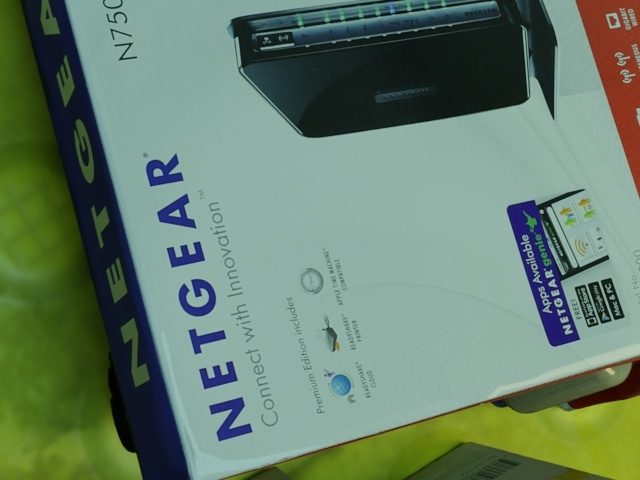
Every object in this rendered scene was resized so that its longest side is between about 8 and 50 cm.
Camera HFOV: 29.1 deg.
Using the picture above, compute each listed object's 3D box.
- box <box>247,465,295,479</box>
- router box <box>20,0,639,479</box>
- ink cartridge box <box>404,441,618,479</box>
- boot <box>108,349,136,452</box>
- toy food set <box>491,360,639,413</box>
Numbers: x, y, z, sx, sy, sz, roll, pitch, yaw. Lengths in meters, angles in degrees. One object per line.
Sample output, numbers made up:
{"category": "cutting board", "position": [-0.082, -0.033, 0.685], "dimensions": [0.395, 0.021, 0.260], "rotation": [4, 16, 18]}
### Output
{"category": "box", "position": [-0.064, 0.192, 0.608], "dimensions": [0.201, 0.164, 0.021], "rotation": [-25, 114, -25]}
{"category": "router box", "position": [0.024, -0.077, 0.606], "dimensions": [0.301, 0.082, 0.335], "rotation": [-13, 82, -24]}
{"category": "ink cartridge box", "position": [0.107, 0.186, 0.659], "dimensions": [0.134, 0.231, 0.078], "rotation": [-27, 103, -25]}
{"category": "boot", "position": [0.000, 0.000, 0.678], "dimensions": [0.207, 0.094, 0.246], "rotation": [9, 80, -23]}
{"category": "toy food set", "position": [0.170, 0.044, 0.786], "dimensions": [0.232, 0.104, 0.111], "rotation": [-33, 92, -42]}
